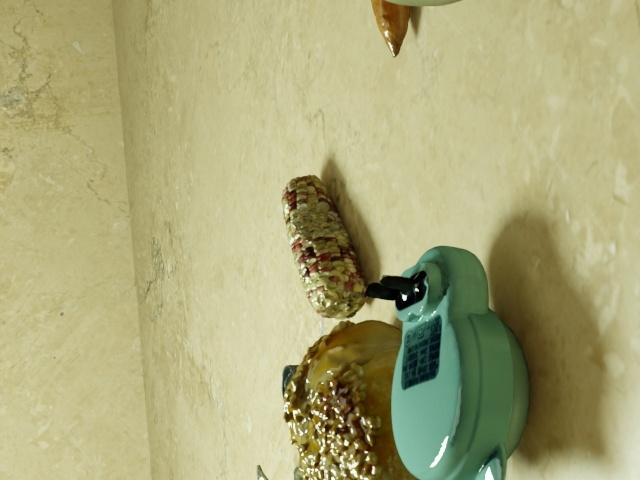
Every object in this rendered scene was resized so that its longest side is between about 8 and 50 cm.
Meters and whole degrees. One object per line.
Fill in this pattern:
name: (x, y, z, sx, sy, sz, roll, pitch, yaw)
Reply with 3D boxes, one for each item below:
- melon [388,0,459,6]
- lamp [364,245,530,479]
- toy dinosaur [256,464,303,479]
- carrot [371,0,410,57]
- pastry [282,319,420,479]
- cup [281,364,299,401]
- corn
melon: (0.102, -0.380, 1.137, 0.317, 0.223, 0.223, -117, 32, -57)
lamp: (0.150, 0.147, 1.168, 0.209, 0.147, 0.284, -37, 67, 63)
toy dinosaur: (-0.044, 0.531, 1.820, 0.162, 0.077, 0.294, 129, 134, -60)
carrot: (0.092, -0.349, 1.381, 0.072, 0.072, 0.205, 172, 93, -69)
pastry: (0.054, 0.260, 1.384, 0.316, 0.184, 0.285, -118, 32, -48)
cup: (-0.022, 0.241, 1.729, 0.100, 0.077, 0.078, -143, 53, -63)
corn: (0.000, 0.000, 1.626, 0.098, 0.098, 0.290, 109, 153, -44)
